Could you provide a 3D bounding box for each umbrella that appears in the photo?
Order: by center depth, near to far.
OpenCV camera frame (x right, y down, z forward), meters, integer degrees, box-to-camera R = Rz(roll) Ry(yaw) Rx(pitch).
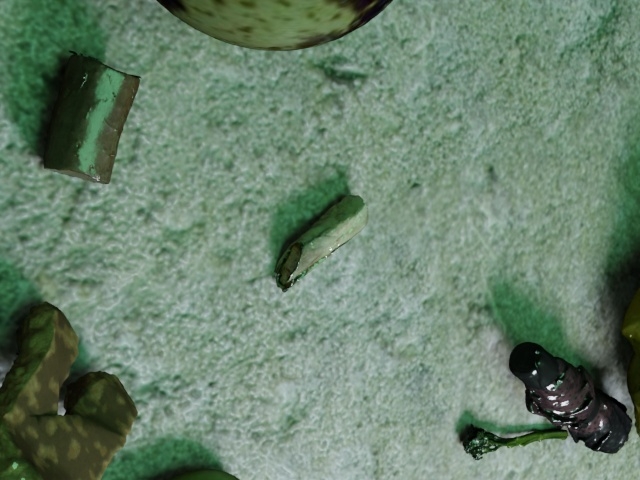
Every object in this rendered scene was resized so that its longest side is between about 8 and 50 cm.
[{"bbox_3d":[0.355,0.227,2.082,0.326,0.090,0.094,37,51,-48],"label":"umbrella"}]

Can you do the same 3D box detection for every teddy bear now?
[{"bbox_3d":[-0.343,0.241,1.541,0.246,0.222,0.296,55,27,-28],"label":"teddy bear"}]

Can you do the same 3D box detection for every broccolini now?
[{"bbox_3d":[0.281,0.287,2.092,0.218,0.042,0.044,7,101,-40],"label":"broccolini"}]

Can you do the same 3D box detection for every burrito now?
[{"bbox_3d":[0.000,0.000,1.781,0.149,0.041,0.055,-40,138,-21],"label":"burrito"}]

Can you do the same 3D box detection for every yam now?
[{"bbox_3d":[-0.240,-0.125,1.534,0.084,0.084,0.127,14,92,-40],"label":"yam"}]

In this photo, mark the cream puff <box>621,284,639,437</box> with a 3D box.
[{"bbox_3d":[0.577,0.132,2.140,0.378,0.275,0.378,-32,154,-18],"label":"cream puff"}]

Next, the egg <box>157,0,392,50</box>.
[{"bbox_3d":[-0.060,-0.394,1.417,0.345,0.345,0.428,-31,111,-26],"label":"egg"}]

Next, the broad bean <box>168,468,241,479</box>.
[{"bbox_3d":[-0.179,0.379,1.733,0.263,0.121,0.189,-46,123,-36],"label":"broad bean"}]
